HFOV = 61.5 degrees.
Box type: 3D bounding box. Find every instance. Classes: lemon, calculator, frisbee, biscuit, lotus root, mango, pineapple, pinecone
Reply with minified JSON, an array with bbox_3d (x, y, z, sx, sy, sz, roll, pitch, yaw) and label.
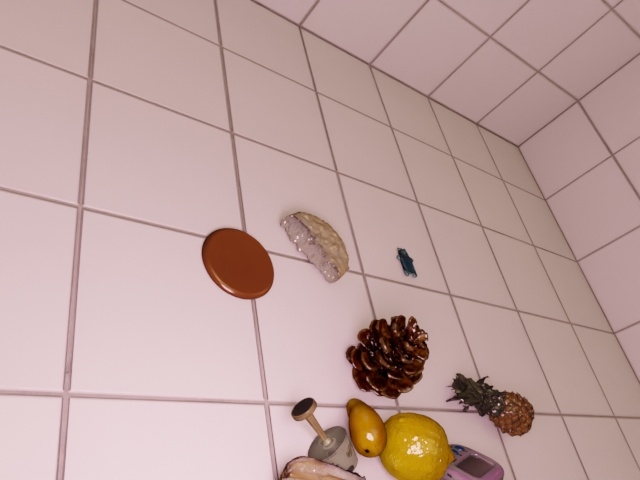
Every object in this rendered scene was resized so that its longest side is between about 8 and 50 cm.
[{"bbox_3d":[0.263,0.589,1.525,0.231,0.192,0.192,15,38,11],"label":"lemon"},{"bbox_3d":[0.349,0.088,2.191,0.094,0.019,0.141,13,48,-38],"label":"calculator"},{"bbox_3d":[-0.243,0.066,1.628,0.251,0.021,0.250,27,43,-28],"label":"frisbee"},{"bbox_3d":[0.000,0.000,1.870,0.281,0.084,0.179,48,38,0],"label":"biscuit"},{"bbox_3d":[0.025,0.641,1.343,0.329,0.078,0.167,34,73,-21],"label":"lotus root"},{"bbox_3d":[0.122,0.512,1.484,0.227,0.099,0.136,-137,-156,-78],"label":"mango"},{"bbox_3d":[0.597,0.566,1.915,0.365,0.165,0.165,31,41,-18],"label":"pineapple"},{"bbox_3d":[0.210,0.346,1.627,0.244,0.309,0.244,8,51,-10],"label":"pinecone"}]

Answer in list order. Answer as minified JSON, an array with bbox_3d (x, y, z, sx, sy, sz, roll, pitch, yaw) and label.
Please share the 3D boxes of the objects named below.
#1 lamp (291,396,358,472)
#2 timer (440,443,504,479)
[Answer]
[{"bbox_3d":[0.008,0.514,1.396,0.214,0.121,0.121,57,35,-15],"label":"lamp"},{"bbox_3d":[0.444,0.697,1.633,0.209,0.191,0.069,6,98,-52],"label":"timer"}]
